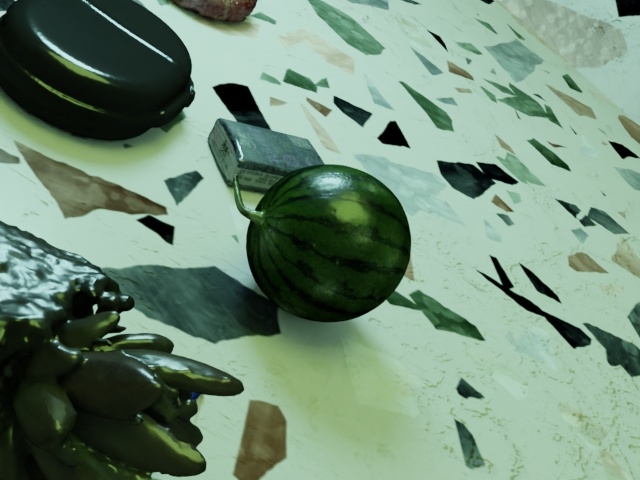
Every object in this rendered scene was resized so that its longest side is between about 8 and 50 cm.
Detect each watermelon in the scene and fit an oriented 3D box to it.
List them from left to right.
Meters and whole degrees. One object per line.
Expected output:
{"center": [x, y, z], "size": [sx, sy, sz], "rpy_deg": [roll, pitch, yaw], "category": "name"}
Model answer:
{"center": [0.000, 0.000, 1.175], "size": [0.214, 0.188, 0.188], "rpy_deg": [21, 31, -31], "category": "watermelon"}

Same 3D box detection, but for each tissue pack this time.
{"center": [-0.071, -0.114, 1.420], "size": [0.156, 0.051, 0.112], "rpy_deg": [10, 34, -33], "category": "tissue pack"}

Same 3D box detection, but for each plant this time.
{"center": [-0.224, 0.100, 0.811], "size": [0.320, 0.194, 0.181], "rpy_deg": [32, 33, 5], "category": "plant"}

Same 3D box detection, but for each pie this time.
{"center": [-0.210, -0.460, 1.800], "size": [0.204, 0.054, 0.219], "rpy_deg": [15, 32, -28], "category": "pie"}

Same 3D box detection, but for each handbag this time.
{"center": [-0.295, -0.243, 1.352], "size": [0.253, 0.093, 0.308], "rpy_deg": [32, 29, 0], "category": "handbag"}

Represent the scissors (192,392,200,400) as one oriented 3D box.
{"center": [-0.150, 0.157, 0.977], "size": [0.039, 0.012, 0.113], "rpy_deg": [37, 30, 7], "category": "scissors"}
